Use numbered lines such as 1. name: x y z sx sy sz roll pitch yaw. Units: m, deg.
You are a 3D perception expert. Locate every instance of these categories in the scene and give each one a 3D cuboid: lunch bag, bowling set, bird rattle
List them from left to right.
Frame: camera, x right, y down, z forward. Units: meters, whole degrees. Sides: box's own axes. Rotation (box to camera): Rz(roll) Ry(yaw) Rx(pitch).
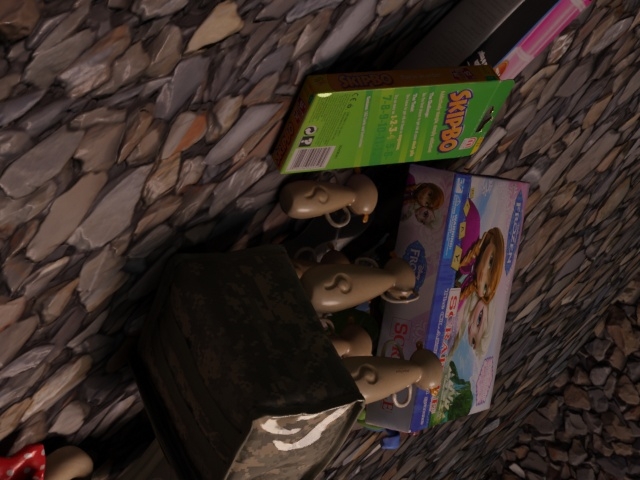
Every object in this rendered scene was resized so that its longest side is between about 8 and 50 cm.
1. bird rattle: -0.342 0.310 1.856 0.207 0.143 0.253 -41 152 -51
2. lunch bag: -0.104 0.182 1.795 0.169 0.235 0.287 -6 141 -30
3. bowling set: 0.010 0.069 1.893 0.154 0.287 0.200 -6 170 -35

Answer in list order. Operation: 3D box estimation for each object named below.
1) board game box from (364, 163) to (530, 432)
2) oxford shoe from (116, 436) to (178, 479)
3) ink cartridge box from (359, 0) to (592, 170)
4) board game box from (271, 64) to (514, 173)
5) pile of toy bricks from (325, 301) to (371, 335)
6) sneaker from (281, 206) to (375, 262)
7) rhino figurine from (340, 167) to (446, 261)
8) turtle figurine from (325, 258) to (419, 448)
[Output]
1. board game box: 0.167 0.070 2.043 0.318 0.066 0.319 -1 102 -67
2. oxford shoe: -0.172 0.316 2.019 0.449 0.130 0.169 -51 163 -60
3. ink cartridge box: 0.179 -0.219 1.873 0.371 0.069 0.176 -43 162 0
4. board game box: 0.082 -0.133 1.749 0.259 0.039 0.124 -5 142 -29
5. pile of toy bricks: 0.052 0.165 2.345 0.212 0.105 0.118 -35 159 -28
6. sneaker: 0.000 0.000 1.976 0.152 0.054 0.061 -35 166 -7
7. rhino figurine: 0.098 -0.030 2.082 0.243 0.073 0.106 -24 156 -45
8. turtle figurine: 0.028 0.131 2.131 0.197 0.275 0.266 -14 147 -15
